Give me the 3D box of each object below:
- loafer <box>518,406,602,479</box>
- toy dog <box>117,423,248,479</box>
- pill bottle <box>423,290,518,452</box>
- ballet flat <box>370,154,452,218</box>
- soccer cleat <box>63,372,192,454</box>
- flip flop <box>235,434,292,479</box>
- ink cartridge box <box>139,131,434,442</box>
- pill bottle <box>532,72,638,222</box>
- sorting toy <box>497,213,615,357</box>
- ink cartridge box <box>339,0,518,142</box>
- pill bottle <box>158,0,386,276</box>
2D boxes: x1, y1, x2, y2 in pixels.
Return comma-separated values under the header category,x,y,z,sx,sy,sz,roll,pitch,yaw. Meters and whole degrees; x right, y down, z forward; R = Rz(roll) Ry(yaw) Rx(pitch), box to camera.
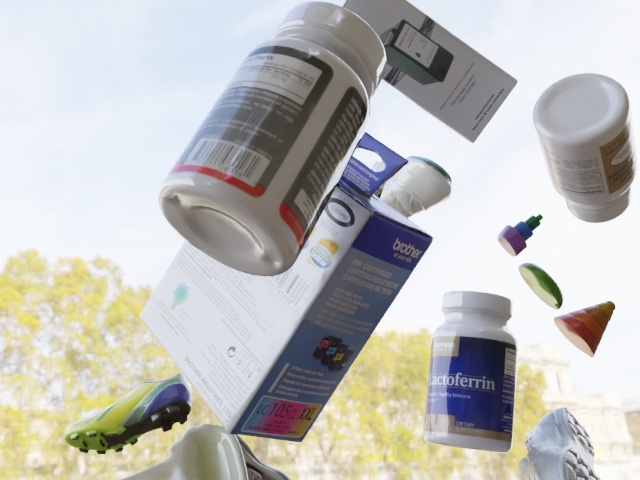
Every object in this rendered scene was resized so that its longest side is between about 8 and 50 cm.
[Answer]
category,x,y,z,sx,sy,sz,roll,pitch,yaw
loafer,0.368,0.366,1.182,0.111,0.112,0.319,-40,-4,18
toy dog,-0.157,0.507,0.974,0.284,0.395,0.408,-25,-51,-26
pill bottle,0.266,0.229,1.332,0.153,0.265,0.153,7,-15,2
ballet flat,0.177,-0.107,1.702,0.139,0.139,0.400,-1,6,-12
soccer cleat,-0.411,0.371,1.636,0.289,0.121,0.093,-20,-45,5
flip flop,-0.140,0.489,1.533,0.080,0.277,0.112,-25,-34,-47
ink cartridge box,-0.040,0.029,1.023,0.151,0.270,0.395,19,-74,-48
pill bottle,0.404,-0.128,1.139,0.131,0.131,0.229,-14,-37,19
sorting toy,0.538,0.086,1.680,0.126,0.365,0.127,-39,14,-3
ink cartridge box,0.147,-0.297,1.235,0.289,0.121,0.211,33,11,-9
pill bottle,-0.042,-0.117,0.840,0.161,0.283,0.161,22,-27,12
